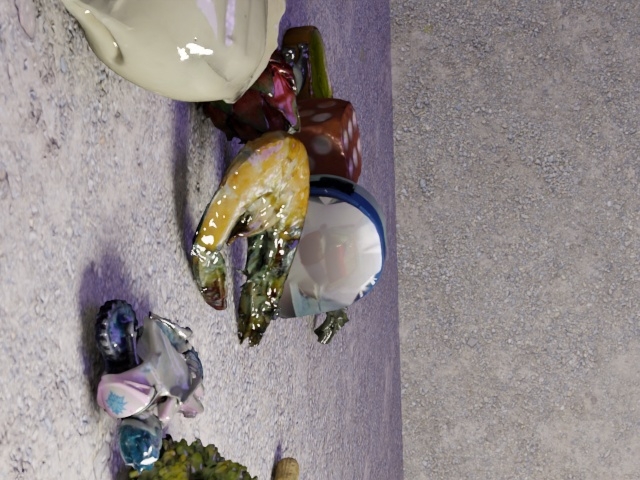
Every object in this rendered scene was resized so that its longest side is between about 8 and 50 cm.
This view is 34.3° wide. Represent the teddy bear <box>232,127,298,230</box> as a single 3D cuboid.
[{"bbox_3d":[-0.103,-0.115,1.859,0.133,0.111,0.213,9,96,-35],"label":"teddy bear"}]

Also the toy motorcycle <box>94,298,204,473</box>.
[{"bbox_3d":[-0.217,0.201,1.316,0.239,0.108,0.204,29,50,-46],"label":"toy motorcycle"}]

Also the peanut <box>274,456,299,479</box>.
[{"bbox_3d":[-0.069,0.472,2.018,0.113,0.053,0.054,-76,158,-47],"label":"peanut"}]

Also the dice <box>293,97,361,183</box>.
[{"bbox_3d":[-0.012,-0.188,2.154,0.175,0.179,0.174,-74,157,-62],"label":"dice"}]

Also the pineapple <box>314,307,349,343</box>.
[{"bbox_3d":[0.020,0.088,2.353,0.170,0.141,0.310,-78,168,-64],"label":"pineapple"}]

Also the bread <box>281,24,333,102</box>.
[{"bbox_3d":[-0.028,-0.378,2.375,0.236,0.069,0.236,-5,90,-77],"label":"bread"}]

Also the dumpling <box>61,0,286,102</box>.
[{"bbox_3d":[-0.150,-0.329,1.304,0.395,0.233,0.316,32,88,-54],"label":"dumpling"}]

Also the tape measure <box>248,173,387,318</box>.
[{"bbox_3d":[-0.002,0.000,2.010,0.138,0.262,0.259,-90,172,-66],"label":"tape measure"}]

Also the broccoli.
[{"bbox_3d":[-0.154,0.394,1.357,0.273,0.180,0.243,-73,157,-57],"label":"broccoli"}]

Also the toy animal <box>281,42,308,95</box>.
[{"bbox_3d":[-0.087,-0.332,2.070,0.225,0.093,0.121,-54,148,-72],"label":"toy animal"}]

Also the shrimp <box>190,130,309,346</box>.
[{"bbox_3d":[-0.117,0.026,1.704,0.272,0.085,0.445,-37,146,-42],"label":"shrimp"}]

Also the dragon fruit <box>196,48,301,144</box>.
[{"bbox_3d":[-0.119,-0.245,1.718,0.182,0.182,0.189,-68,163,-62],"label":"dragon fruit"}]
